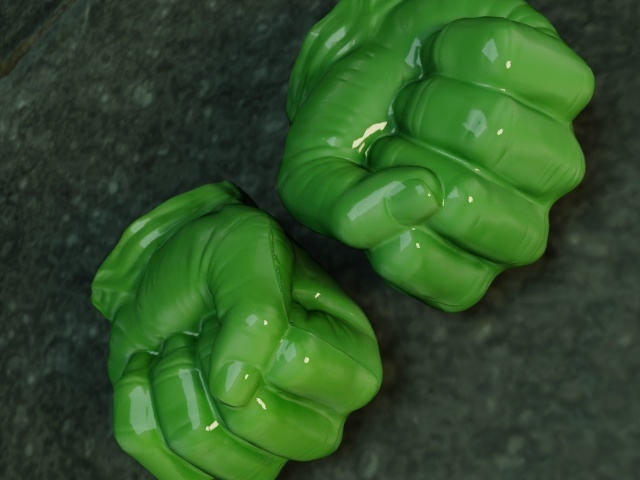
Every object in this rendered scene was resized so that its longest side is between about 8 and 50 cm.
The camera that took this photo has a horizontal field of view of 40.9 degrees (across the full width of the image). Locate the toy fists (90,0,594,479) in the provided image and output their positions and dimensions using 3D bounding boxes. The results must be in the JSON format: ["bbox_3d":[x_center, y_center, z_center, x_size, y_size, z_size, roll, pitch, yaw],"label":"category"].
[{"bbox_3d":[0.000,0.000,0.399,0.279,0.096,0.142,-45,55,12],"label":"toy fists"}]
